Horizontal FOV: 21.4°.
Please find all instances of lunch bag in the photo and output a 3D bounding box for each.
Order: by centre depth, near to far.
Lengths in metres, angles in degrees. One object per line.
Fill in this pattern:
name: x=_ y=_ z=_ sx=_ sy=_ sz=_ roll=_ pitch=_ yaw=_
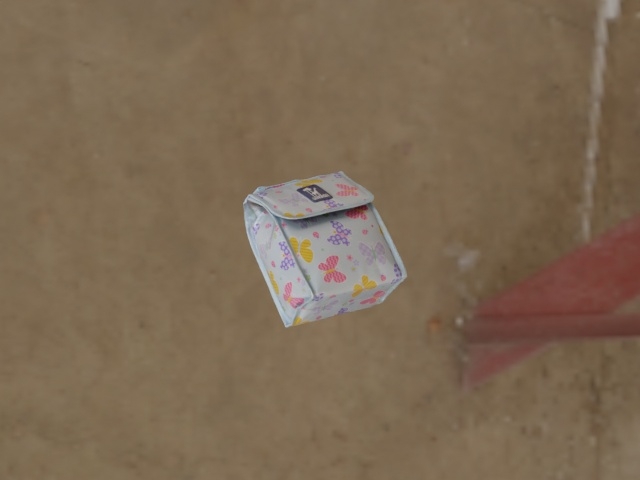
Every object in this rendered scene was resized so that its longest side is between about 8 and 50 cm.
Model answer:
lunch bag: x=0.000 y=0.000 z=0.994 sx=0.071 sy=0.053 sz=0.083 roll=-11 pitch=65 yaw=-31
